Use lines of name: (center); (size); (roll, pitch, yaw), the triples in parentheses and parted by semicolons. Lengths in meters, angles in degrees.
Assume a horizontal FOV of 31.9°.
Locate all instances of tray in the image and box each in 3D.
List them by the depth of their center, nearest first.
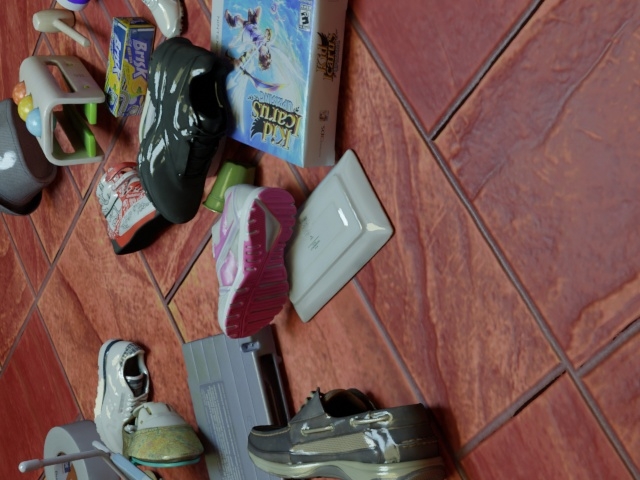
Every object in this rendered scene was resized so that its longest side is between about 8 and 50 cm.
tray: (0.000, 0.000, 1.631); (0.270, 0.030, 0.145); (-48, 60, 46)

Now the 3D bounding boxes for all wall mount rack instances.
wall mount rack: (-0.327, 0.446, 1.880); (0.350, 0.130, 0.304); (25, 157, 37)

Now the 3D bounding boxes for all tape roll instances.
tape roll: (-0.504, 0.491, 2.360); (0.219, 0.072, 0.219); (16, 111, 51)

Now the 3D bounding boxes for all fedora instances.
fedora: (-0.630, -0.191, 2.285); (0.124, 0.243, 0.275); (-28, 71, 21)

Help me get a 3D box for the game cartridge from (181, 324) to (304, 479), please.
game cartridge: (-0.119, 0.323, 1.837); (0.230, 0.068, 0.355); (-19, 83, 56)

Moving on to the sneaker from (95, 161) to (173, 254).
sneaker: (-0.317, -0.082, 1.973); (0.270, 0.090, 0.145); (-33, 74, 53)

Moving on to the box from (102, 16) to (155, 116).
box: (-0.338, -0.306, 1.973); (0.054, 0.059, 0.169); (39, 127, 41)

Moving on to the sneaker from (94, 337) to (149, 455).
sneaker: (-0.371, 0.307, 2.141); (0.095, 0.090, 0.235); (8, 106, 42)

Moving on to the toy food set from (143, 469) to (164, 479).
toy food set: (-0.322, 0.509, 2.165); (0.192, 0.038, 0.132); (-11, 82, 58)

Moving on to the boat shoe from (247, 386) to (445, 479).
boat shoe: (0.033, 0.271, 1.590); (0.355, 0.132, 0.130); (-5, 85, 44)

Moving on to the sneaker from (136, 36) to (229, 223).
sneaker: (-0.201, -0.158, 1.698); (0.130, 0.109, 0.286); (21, 116, 42)

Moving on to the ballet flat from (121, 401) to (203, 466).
ballet flat: (-0.289, 0.339, 1.971); (0.348, 0.123, 0.123); (151, 106, -69)

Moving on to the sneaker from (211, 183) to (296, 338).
sneaker: (-0.110, 0.025, 1.683); (0.111, 0.103, 0.252); (35, 118, 48)

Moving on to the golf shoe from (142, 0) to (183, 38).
golf shoe: (-0.287, -0.413, 1.863); (0.069, 0.086, 0.176); (-33, 73, 48)

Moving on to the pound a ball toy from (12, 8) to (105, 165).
pound a ball toy: (-0.496, -0.291, 2.074); (0.319, 0.135, 0.208); (-133, 42, -55)

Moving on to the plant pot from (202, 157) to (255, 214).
plant pot: (-0.135, -0.084, 1.757); (0.083, 0.083, 0.079); (28, 107, 46)

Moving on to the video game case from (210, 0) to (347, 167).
video game case: (-0.071, -0.255, 1.631); (0.269, 0.061, 0.244); (26, 119, 50)

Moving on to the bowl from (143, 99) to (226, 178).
bowl: (-0.226, -0.174, 1.818); (0.142, 0.053, 0.142); (24, 118, 15)

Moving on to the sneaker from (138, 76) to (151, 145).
sneaker: (-0.257, -0.204, 1.886); (0.086, 0.064, 0.192); (31, 118, 51)

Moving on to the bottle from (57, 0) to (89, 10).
bottle: (-0.397, -0.523, 1.974); (0.283, 0.092, 0.118); (-50, 58, 45)
